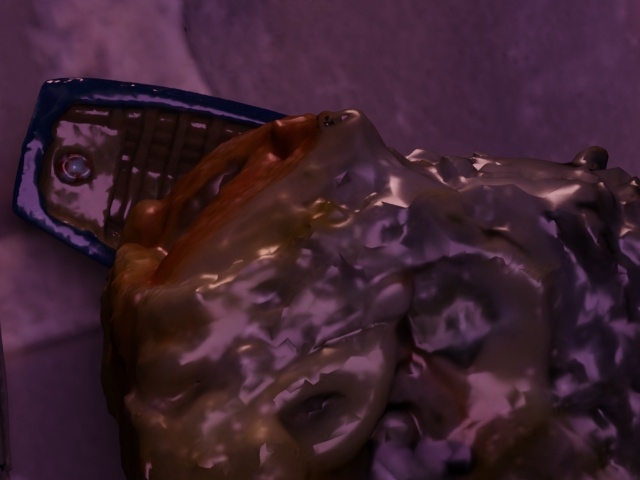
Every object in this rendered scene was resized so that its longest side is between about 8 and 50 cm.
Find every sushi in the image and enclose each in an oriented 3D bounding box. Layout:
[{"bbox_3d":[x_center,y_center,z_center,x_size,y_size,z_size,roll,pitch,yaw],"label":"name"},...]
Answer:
[{"bbox_3d":[0.040,0.089,0.463,0.184,0.139,0.274,-20,100,-12],"label":"sushi"}]

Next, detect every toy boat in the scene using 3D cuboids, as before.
[{"bbox_3d":[0.000,0.000,0.540,0.229,0.046,0.080,15,71,-16],"label":"toy boat"}]

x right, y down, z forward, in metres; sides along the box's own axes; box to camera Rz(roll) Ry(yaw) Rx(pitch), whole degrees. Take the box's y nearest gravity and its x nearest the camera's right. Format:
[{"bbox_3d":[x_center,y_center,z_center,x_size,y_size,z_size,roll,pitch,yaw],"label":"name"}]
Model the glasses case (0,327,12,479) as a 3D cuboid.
[{"bbox_3d":[-0.241,0.021,0.428,0.308,0.083,0.128,4,75,-19],"label":"glasses case"}]
